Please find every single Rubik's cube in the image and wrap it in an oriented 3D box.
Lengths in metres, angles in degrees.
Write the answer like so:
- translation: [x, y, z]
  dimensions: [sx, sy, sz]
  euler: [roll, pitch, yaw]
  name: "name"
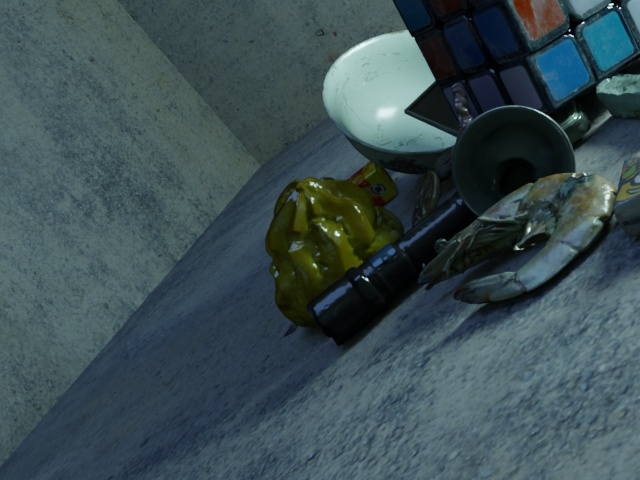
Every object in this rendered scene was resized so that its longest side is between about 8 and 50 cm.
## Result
- translation: [0.407, -0.446, 1.811]
  dimensions: [0.363, 0.358, 0.362]
  euler: [-35, 13, -20]
  name: "Rubik's cube"

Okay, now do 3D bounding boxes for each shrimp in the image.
- translation: [0.285, 0.012, 1.425]
  dimensions: [0.360, 0.085, 0.246]
  euler: [-27, 26, 36]
  name: "shrimp"

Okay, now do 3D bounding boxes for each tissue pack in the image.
- translation: [0.453, -0.078, 1.250]
  dimensions: [0.109, 0.060, 0.148]
  euler: [-31, 14, 35]
  name: "tissue pack"

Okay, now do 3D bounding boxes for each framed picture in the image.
- translation: [0.301, -0.309, 2.050]
  dimensions: [0.203, 0.150, 0.015]
  euler: [-45, -32, -29]
  name: "framed picture"

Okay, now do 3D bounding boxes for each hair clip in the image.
- translation: [0.272, -0.186, 1.805]
  dimensions: [0.069, 0.172, 0.300]
  euler: [-16, -12, -6]
  name: "hair clip"

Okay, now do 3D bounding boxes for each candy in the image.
- translation: [0.060, -0.081, 2.374]
  dimensions: [0.276, 0.088, 0.146]
  euler: [-38, 14, 10]
  name: "candy"

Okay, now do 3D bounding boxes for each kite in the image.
- translation: [-0.051, 0.177, 2.005]
  dimensions: [0.078, 0.002, 0.044]
  euler: [-48, 14, -25]
  name: "kite"

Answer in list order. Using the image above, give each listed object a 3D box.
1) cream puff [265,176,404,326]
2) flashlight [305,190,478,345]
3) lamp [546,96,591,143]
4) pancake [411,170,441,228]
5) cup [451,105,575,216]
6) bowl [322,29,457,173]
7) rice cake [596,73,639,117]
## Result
- translation: [-0.001, 0.000, 1.875]
  dimensions: [0.291, 0.257, 0.324]
  euler: [-36, 9, 13]
  name: "cream puff"
- translation: [0.163, 0.025, 1.685]
  dimensions: [0.424, 0.103, 0.103]
  euler: [-39, 12, 0]
  name: "flashlight"
- translation: [0.394, -0.184, 1.824]
  dimensions: [0.269, 0.047, 0.266]
  euler: [-36, 11, 22]
  name: "lamp"
- translation: [0.213, -0.075, 1.918]
  dimensions: [0.139, 0.022, 0.139]
  euler: [-163, 90, -80]
  name: "pancake"
- translation: [0.334, -0.129, 1.575]
  dimensions: [0.199, 0.199, 0.150]
  euler: [-35, -5, 23]
  name: "cup"
- translation: [0.223, -0.280, 2.173]
  dimensions: [0.435, 0.435, 0.196]
  euler: [-49, -29, -32]
  name: "bowl"
- translation: [0.537, -0.231, 1.516]
  dimensions: [0.063, 0.066, 0.336]
  euler: [-41, 11, 2]
  name: "rice cake"
